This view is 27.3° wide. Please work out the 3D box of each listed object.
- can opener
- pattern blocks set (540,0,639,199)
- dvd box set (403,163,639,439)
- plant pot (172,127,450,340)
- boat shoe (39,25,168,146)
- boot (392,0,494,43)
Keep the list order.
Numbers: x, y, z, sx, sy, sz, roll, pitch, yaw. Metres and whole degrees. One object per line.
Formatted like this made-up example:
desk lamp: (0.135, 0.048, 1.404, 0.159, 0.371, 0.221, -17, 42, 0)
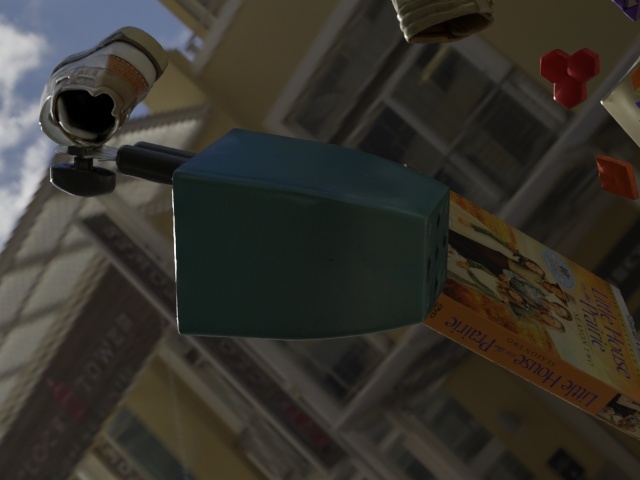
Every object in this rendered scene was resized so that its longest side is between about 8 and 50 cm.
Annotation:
can opener: (-0.258, -0.101, 1.893, 0.074, 0.280, 0.093, -28, -57, -60)
pattern blocks set: (0.447, -0.164, 1.633, 0.285, 0.325, 0.026, -39, -14, 36)
dvd box set: (0.285, 0.084, 1.876, 0.062, 0.420, 0.307, -51, 21, 27)
plant pot: (0.000, 0.000, 1.268, 0.166, 0.234, 0.165, -49, -37, -64)
boat shoe: (-0.311, -0.182, 1.734, 0.302, 0.113, 0.103, -29, 26, 56)
boot: (0.176, -0.357, 1.650, 0.262, 0.203, 0.095, -19, -15, -29)
